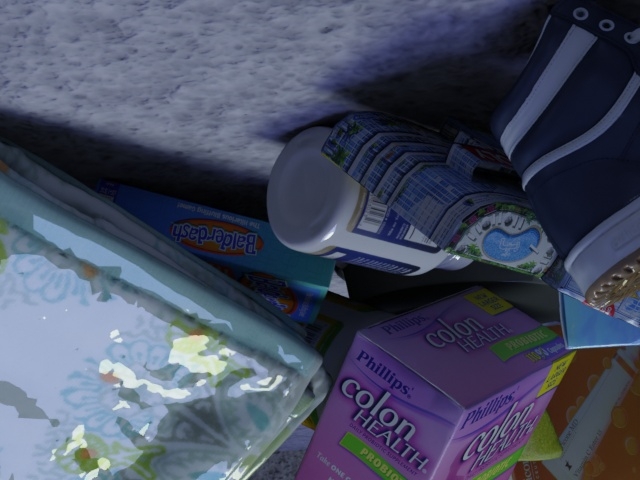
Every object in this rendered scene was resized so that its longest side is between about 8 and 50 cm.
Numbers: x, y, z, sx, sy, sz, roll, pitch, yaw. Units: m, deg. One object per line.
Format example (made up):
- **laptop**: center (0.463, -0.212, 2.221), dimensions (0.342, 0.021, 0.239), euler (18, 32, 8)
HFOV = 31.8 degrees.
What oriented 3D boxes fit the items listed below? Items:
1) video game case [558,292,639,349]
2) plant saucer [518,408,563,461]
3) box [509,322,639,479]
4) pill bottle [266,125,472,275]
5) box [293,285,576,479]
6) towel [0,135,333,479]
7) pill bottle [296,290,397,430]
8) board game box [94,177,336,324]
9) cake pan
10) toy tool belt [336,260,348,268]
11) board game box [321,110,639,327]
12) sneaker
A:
- **video game case**: center (0.324, 0.014, 0.874), dimensions (0.269, 0.061, 0.244), euler (-4, -168, 14)
- **plant saucer**: center (0.141, 0.171, 1.206), dimensions (0.188, 0.188, 0.045), euler (-13, -163, 37)
- **box**: center (0.308, 0.214, 1.392), dimensions (0.345, 0.215, 0.168), euler (-5, 168, -30)
- **pill bottle**: center (0.050, -0.024, 0.864), dimensions (0.169, 0.094, 0.094), euler (14, 159, -41)
- **box**: center (0.093, 0.187, 1.017), dimensions (0.117, 0.243, 0.213), euler (34, -154, 28)
- **towel**: center (-0.218, 0.124, 0.904), dimensions (0.374, 0.090, 0.320), euler (34, 104, -25)
- **pill bottle**: center (-0.027, 0.111, 1.168), dimensions (0.245, 0.136, 0.136), euler (18, -179, 45)
- **board game box**: center (-0.095, 0.015, 1.002), dimensions (0.210, 0.047, 0.160), euler (14, 163, -1)
- **cake pan**: center (0.160, 0.048, 1.198), dimensions (0.293, 0.054, 0.293), euler (-1, 164, 0)
- **toy tool belt**: center (0.000, 0.000, 1.030), dimensions (0.051, 0.052, 0.083), euler (-17, 158, 24)
- **board game box**: center (0.131, -0.021, 0.743), dimensions (0.194, 0.060, 0.194), euler (14, -162, -40)
- **sneaker**: center (0.231, -0.099, 0.637), dimensions (0.282, 0.153, 0.099), euler (-33, 156, 3)
